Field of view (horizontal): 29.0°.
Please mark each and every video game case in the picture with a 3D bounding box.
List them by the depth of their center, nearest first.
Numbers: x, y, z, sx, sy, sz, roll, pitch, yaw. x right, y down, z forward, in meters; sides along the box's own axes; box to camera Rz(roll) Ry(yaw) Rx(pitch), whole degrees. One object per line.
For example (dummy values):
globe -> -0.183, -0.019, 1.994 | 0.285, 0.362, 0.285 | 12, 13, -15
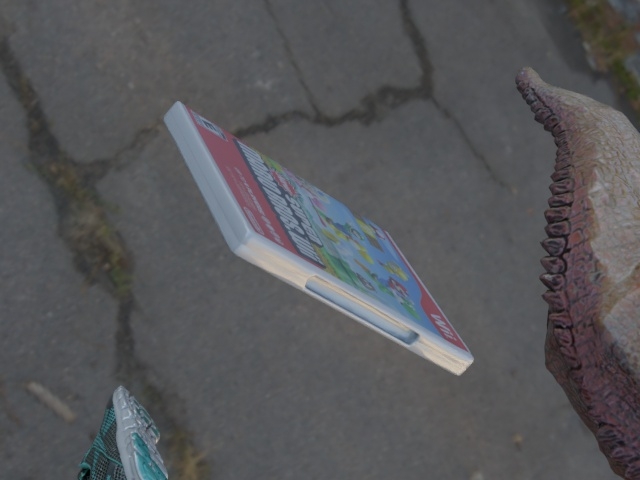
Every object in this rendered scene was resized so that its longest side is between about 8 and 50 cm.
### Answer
video game case -> 0.000, 0.000, 1.079 | 0.285, 0.025, 0.204 | 31, 18, -39

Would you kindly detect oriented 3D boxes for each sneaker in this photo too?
sneaker -> -0.188, 0.189, 1.116 | 0.065, 0.076, 0.166 | 55, 1, -19

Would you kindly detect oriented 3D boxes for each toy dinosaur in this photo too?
toy dinosaur -> 0.135, 0.062, 0.387 | 0.200, 0.127, 0.296 | -36, 79, -14
